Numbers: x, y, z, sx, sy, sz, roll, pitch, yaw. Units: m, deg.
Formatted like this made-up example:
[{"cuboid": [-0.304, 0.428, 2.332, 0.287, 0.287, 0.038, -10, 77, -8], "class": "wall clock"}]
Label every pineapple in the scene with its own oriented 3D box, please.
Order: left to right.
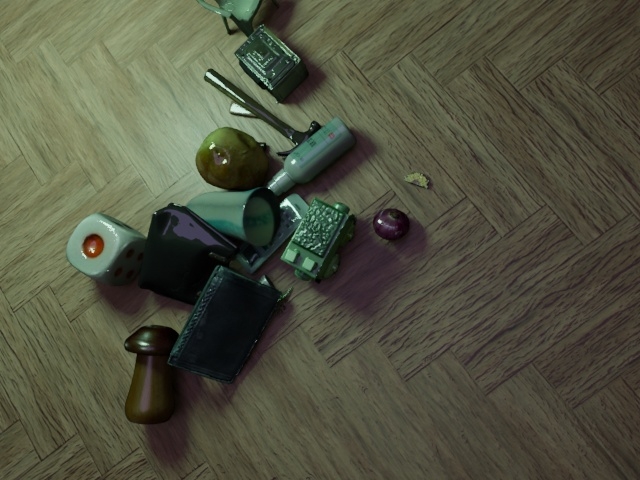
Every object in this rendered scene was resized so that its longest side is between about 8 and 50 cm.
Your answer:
[{"cuboid": [0.310, -0.196, 1.753, 0.083, 0.019, 0.045, 18, 91, 13], "class": "pineapple"}]

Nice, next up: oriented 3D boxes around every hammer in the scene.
[{"cuboid": [-0.215, -0.447, 1.870, 0.440, 0.044, 0.168, 38, 87, 9], "class": "hammer"}]

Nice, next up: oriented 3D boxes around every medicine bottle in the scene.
[{"cuboid": [-0.201, 0.158, 1.782, 0.091, 0.058, 0.058, -35, 76, 5], "class": "medicine bottle"}, {"cuboid": [-0.050, -0.251, 1.791, 0.352, 0.110, 0.110, -39, 75, 4], "class": "medicine bottle"}]

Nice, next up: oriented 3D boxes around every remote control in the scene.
[{"cuboid": [-0.152, -0.021, 1.806, 0.293, 0.051, 0.103, -44, 67, 4], "class": "remote control"}]

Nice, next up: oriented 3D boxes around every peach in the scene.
[{"cuboid": [-0.281, -0.252, 1.791, 0.235, 0.214, 0.214, 30, 88, -16], "class": "peach"}]

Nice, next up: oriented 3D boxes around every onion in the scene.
[{"cuboid": [0.219, -0.046, 1.713, 0.115, 0.115, 0.104, 20, 130, 14], "class": "onion"}]

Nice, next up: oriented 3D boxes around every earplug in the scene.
[{"cuboid": [-0.310, -0.091, 1.784, 0.324, 0.185, 0.185, 8, 82, 33], "class": "earplug"}]

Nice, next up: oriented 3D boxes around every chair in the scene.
[{"cuboid": [-0.290, -0.811, 1.852, 0.190, 0.275, 0.203, 22, 84, 15], "class": "chair"}]

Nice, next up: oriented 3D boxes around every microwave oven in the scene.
[{"cuboid": [-0.167, -0.599, 1.864, 0.163, 0.129, 0.205, -45, 74, 1], "class": "microwave oven"}]

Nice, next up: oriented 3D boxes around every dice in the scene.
[{"cuboid": [-0.707, 0.031, 1.843, 0.194, 0.192, 0.193, 28, 89, 16], "class": "dice"}]

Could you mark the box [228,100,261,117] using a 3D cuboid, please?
[{"cuboid": [-0.261, -0.456, 1.914, 0.115, 0.025, 0.048, 12, 82, 14], "class": "box"}]

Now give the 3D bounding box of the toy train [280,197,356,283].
[{"cuboid": [0.000, 0.000, 1.699, 0.159, 0.188, 0.272, 29, 90, 16], "class": "toy train"}]

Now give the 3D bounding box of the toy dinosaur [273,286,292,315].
[{"cuboid": [-0.135, 0.194, 1.781, 0.060, 0.029, 0.120, 33, 89, 26], "class": "toy dinosaur"}]

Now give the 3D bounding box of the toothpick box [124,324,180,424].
[{"cuboid": [-0.530, 0.418, 1.748, 0.192, 0.192, 0.294, 4, 87, 13], "class": "toothpick box"}]

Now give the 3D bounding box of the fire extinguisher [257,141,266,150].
[{"cuboid": [-0.271, -0.317, 1.892, 0.173, 0.035, 0.049, 4, 120, 13], "class": "fire extinguisher"}]

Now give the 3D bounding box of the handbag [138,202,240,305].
[{"cuboid": [-0.413, 0.063, 1.765, 0.288, 0.152, 0.342, 27, 121, 7], "class": "handbag"}]

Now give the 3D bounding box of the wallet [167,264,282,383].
[{"cuboid": [-0.295, 0.264, 1.717, 0.237, 0.075, 0.342, 27, 94, -27], "class": "wallet"}]
